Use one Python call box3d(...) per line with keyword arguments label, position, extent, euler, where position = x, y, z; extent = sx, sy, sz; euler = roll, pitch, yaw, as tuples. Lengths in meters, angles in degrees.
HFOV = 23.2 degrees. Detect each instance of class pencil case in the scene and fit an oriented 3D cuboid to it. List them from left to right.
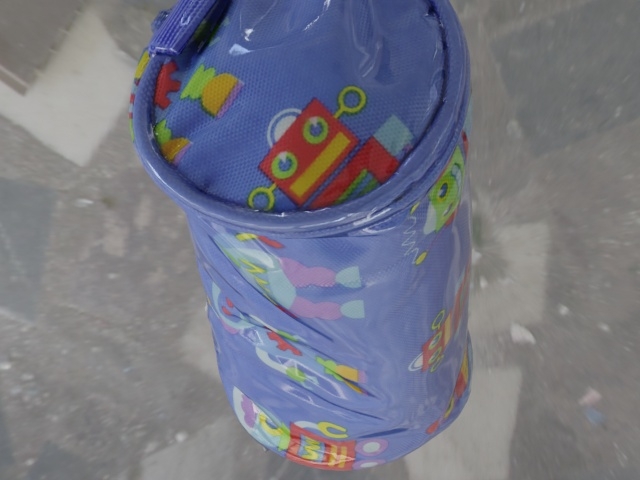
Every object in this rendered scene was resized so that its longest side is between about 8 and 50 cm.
box3d(label="pencil case", position=(0.000, 0.000, 0.649), extent=(0.133, 0.306, 0.119), euler=(25, 69, 15))
